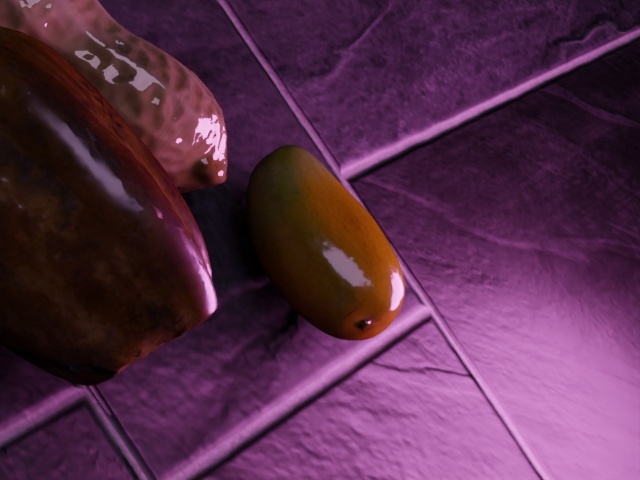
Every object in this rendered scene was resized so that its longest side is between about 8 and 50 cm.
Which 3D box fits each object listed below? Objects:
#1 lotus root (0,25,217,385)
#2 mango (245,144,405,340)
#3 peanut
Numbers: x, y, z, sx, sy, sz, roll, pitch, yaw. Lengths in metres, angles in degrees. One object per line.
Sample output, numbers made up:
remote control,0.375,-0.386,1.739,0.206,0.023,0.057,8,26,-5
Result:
lotus root,-0.211,-0.029,0.984,0.291,0.193,0.193,50,39,-7
mango,0.000,0.000,1.218,0.130,0.092,0.195,1,56,-42
peanut,-0.193,-0.137,1.114,0.298,0.120,0.136,39,16,-21
